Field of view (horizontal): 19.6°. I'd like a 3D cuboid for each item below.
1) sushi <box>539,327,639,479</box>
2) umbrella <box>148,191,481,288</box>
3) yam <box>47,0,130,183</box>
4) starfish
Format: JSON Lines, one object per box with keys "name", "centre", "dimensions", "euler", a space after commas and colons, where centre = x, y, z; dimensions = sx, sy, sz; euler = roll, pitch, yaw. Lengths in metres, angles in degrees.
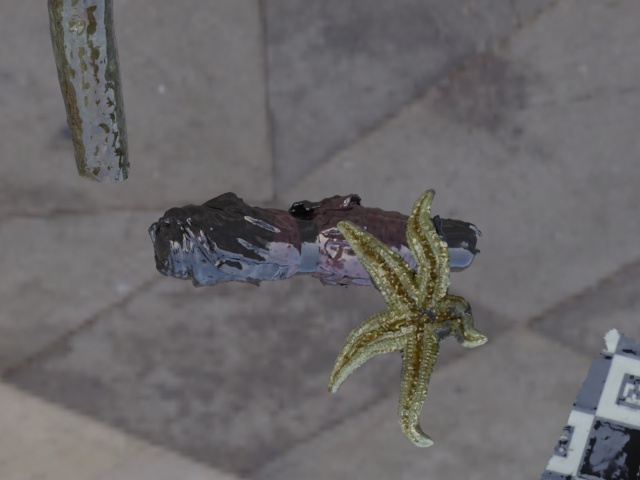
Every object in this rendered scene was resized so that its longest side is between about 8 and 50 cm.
{"name": "sushi", "centre": [0.215, 0.186, 1.116], "dimensions": [0.193, 0.040, 0.210], "euler": [24, 96, -12]}
{"name": "umbrella", "centre": [0.000, 0.000, 1.754], "dimensions": [0.326, 0.094, 0.090], "euler": [-1, 180, -23]}
{"name": "yam", "centre": [-0.187, -0.171, 1.456], "dimensions": [0.061, 0.061, 0.274], "euler": [-3, 118, 0]}
{"name": "starfish", "centre": [0.061, 0.068, 1.488], "dimensions": [0.053, 0.208, 0.176], "euler": [22, 131, -41]}
